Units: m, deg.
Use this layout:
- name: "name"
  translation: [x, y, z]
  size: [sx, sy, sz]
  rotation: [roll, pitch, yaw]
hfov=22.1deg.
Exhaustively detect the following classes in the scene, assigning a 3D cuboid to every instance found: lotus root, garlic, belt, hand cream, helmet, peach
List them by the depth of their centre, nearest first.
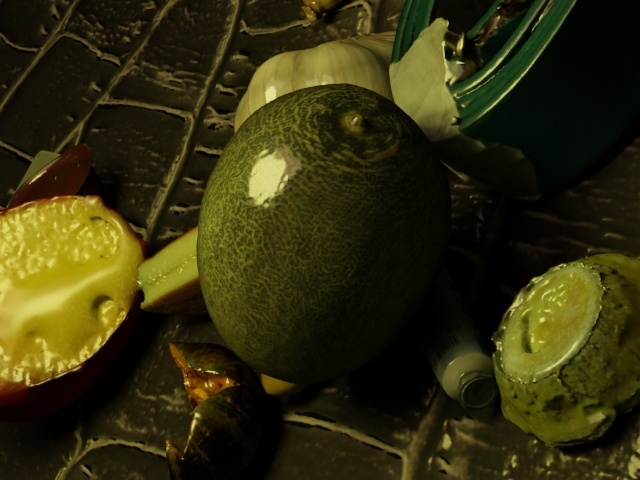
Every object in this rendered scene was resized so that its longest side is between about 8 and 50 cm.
- name: "hand cream"
  translation: [0.119, 0.081, 1.635]
  size: [0.088, 0.055, 0.256]
  rotation: [-59, 27, 18]
- name: "belt"
  translation: [0.239, -0.262, 1.666]
  size: [0.437, 0.173, 0.300]
  rotation: [-59, 30, -3]
- name: "garlic"
  translation: [0.023, -0.100, 1.828]
  size: [0.245, 0.245, 0.253]
  rotation: [-2, 98, 53]
- name: "peach"
  translation: [-0.362, 0.081, 2.095]
  size: [0.338, 0.281, 0.281]
  rotation: [-35, 38, 31]
- name: "lotus root"
  translation: [0.010, -0.349, 2.156]
  size: [0.073, 0.062, 0.150]
  rotation: [-2, 59, 53]
- name: "helmet"
  translation: [-0.359, -0.044, 2.343]
  size: [0.155, 0.106, 0.175]
  rotation: [16, 70, 54]

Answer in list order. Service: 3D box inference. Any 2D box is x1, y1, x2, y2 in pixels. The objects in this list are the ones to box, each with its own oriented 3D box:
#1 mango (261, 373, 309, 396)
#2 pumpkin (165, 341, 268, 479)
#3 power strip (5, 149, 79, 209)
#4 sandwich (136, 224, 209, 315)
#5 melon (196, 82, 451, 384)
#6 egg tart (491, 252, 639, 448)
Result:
- name: "mango"
  translation: [-0.020, 0.096, 1.790]
  size: [0.103, 0.076, 0.161]
  rotation: [-1, 65, 49]
- name: "pumpkin"
  translation: [-0.110, 0.191, 1.791]
  size: [0.107, 0.119, 0.184]
  rotation: [-7, 54, 7]
- name: "power strip"
  translation: [-0.450, -0.023, 2.505]
  size: [0.118, 0.046, 0.270]
  rotation: [14, 73, 57]
- name: "sandwich"
  translation: [-0.111, 0.024, 1.971]
  size: [0.244, 0.088, 0.090]
  rotation: [-28, 50, 32]
- name: "melon"
  translation: [0.000, 0.000, 1.603]
  size: [0.249, 0.248, 0.329]
  rotation: [-95, 13, -45]
- name: "egg tart"
  translation: [0.223, 0.086, 1.467]
  size: [0.197, 0.078, 0.197]
  rotation: [-34, 36, 30]
